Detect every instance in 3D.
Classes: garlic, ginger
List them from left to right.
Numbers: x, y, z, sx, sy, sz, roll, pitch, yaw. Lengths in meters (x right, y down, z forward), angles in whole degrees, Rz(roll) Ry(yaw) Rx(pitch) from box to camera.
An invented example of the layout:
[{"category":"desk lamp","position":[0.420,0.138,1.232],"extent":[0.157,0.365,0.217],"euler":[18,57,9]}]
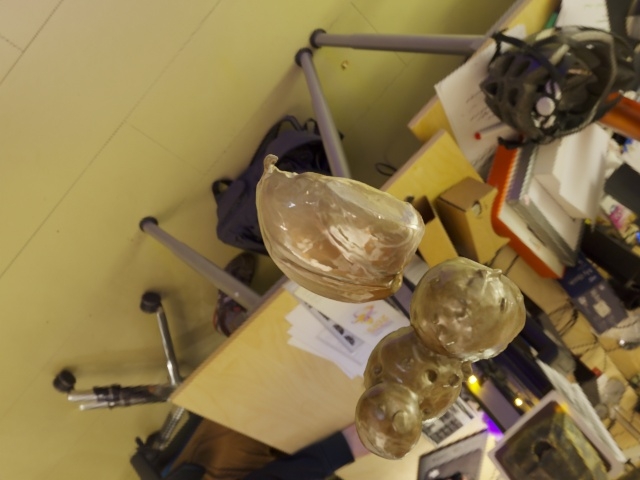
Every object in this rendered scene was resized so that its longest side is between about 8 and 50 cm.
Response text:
[{"category":"garlic","position":[0.000,0.000,0.742],"extent":[0.110,0.227,0.217],"euler":[-50,162,-25]},{"category":"ginger","position":[0.162,0.168,0.861],"extent":[0.304,0.155,0.244],"euler":[-57,168,3]}]
